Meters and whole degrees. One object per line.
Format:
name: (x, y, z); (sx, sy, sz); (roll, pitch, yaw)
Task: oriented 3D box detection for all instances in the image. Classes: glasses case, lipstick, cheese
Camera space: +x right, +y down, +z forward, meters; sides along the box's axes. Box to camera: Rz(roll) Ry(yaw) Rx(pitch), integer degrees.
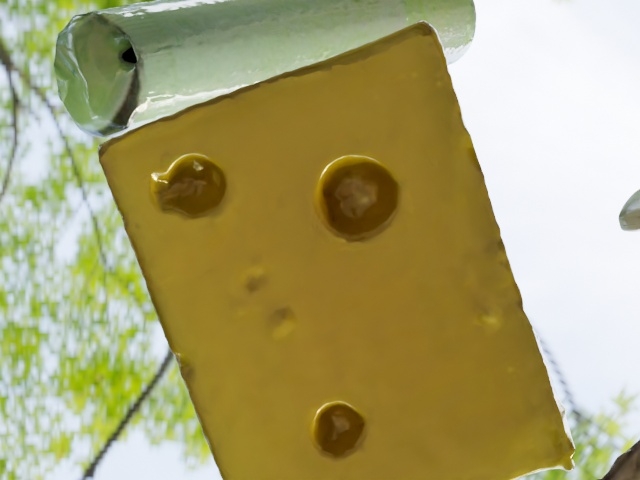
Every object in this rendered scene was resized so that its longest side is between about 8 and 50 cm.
glasses case: (0.227, -0.024, 1.361); (0.032, 0.083, 0.021); (-11, -77, 25)
lipstick: (-0.026, -0.119, 1.198); (0.304, 0.076, 0.076); (-16, -116, -44)
cheese: (0.000, 0.000, 0.584); (0.093, 0.171, 0.126); (-20, -77, 1)

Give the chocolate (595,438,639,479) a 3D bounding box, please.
chocolate: (0.250, 0.198, 0.966); (0.185, 0.100, 0.303); (-39, -145, -20)
